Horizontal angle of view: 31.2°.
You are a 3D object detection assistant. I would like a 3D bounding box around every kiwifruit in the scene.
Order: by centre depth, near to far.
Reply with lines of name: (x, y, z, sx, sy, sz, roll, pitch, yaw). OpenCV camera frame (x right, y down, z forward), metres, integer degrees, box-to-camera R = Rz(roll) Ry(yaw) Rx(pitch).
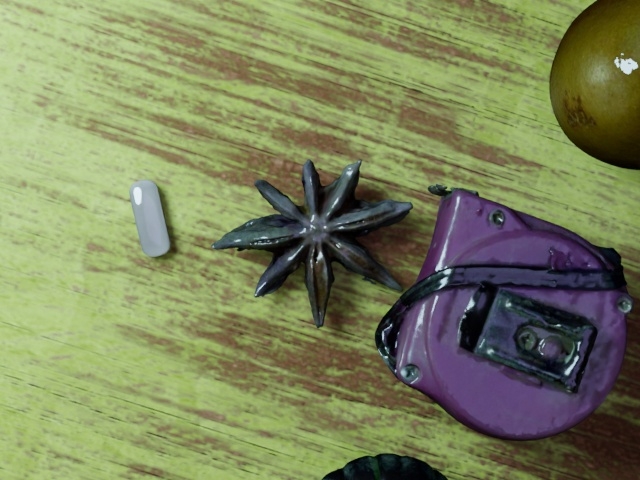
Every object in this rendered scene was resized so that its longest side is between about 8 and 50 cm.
kiwifruit: (0.332, -0.165, 1.144, 0.196, 0.234, 0.196, 0, 93, -1)

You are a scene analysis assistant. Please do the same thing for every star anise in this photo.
star anise: (0.000, 0.000, 1.213, 0.204, 0.061, 0.181, -30, 96, -1)

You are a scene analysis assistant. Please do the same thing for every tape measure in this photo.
tape measure: (0.188, 0.083, 1.174, 0.245, 0.149, 0.232, 17, 86, -2)

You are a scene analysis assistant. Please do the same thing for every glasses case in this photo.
glasses case: (-0.182, -0.023, 1.225, 0.032, 0.021, 0.083, -14, 90, -5)

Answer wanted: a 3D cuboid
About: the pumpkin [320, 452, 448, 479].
pumpkin: (0.064, 0.318, 1.171, 0.202, 0.140, 0.202, 0, 86, -2)
